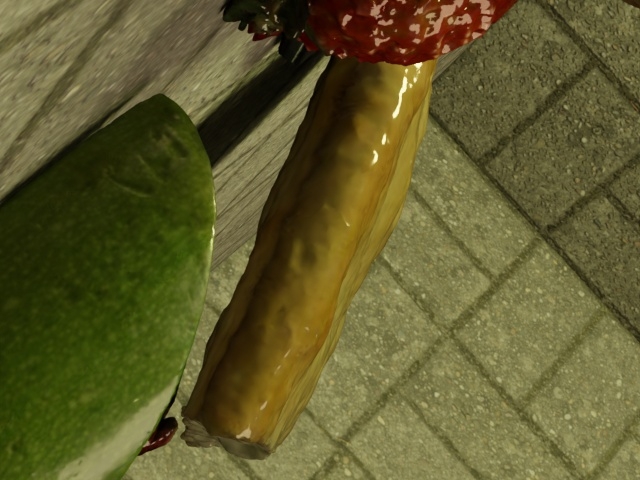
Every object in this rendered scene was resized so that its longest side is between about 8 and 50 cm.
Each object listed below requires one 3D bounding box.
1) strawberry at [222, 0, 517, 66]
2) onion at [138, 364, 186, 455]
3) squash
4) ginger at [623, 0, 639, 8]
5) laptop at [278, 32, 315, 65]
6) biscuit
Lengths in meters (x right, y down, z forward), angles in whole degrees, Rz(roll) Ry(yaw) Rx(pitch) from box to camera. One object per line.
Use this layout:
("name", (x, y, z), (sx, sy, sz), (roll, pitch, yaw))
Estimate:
("strawberry", (0.063, -0.161, 1.040), (0.236, 0.107, 0.175), (-43, 180, -25))
("onion", (-0.214, 0.126, 1.587), (0.248, 0.161, 0.248), (-23, 169, -5))
("squash", (-0.140, 0.088, 1.008), (0.288, 0.111, 0.203), (-40, 138, -23))
("ginger", (0.248, -0.279, 1.074), (0.304, 0.155, 0.244), (-56, -166, 9))
("laptop", (0.058, -0.206, 1.269), (0.207, 0.026, 0.154), (-43, 178, -13))
("biscuit", (0.001, 0.000, 1.535), (0.429, 0.104, 0.446), (106, 8, -73))
